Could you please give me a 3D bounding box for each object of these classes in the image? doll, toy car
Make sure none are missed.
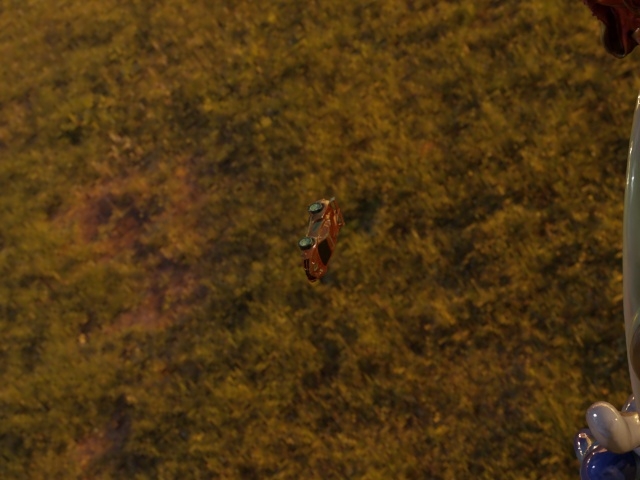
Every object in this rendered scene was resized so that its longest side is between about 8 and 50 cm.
[{"bbox_3d":[0.528,0.325,1.645,0.376,0.365,0.187,5,50,-10],"label":"doll"},{"bbox_3d":[0.000,0.000,1.359,0.035,0.059,0.122,-7,40,18],"label":"toy car"}]

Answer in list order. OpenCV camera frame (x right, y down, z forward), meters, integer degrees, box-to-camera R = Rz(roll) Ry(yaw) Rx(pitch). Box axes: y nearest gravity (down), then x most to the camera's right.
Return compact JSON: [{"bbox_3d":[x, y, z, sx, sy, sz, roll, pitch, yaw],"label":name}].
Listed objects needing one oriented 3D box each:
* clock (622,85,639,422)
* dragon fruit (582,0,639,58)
[{"bbox_3d":[0.214,-0.006,0.516,0.096,0.308,0.235,3,58,30],"label":"clock"},{"bbox_3d":[0.227,-0.197,0.718,0.133,0.207,0.150,-23,38,4],"label":"dragon fruit"}]
